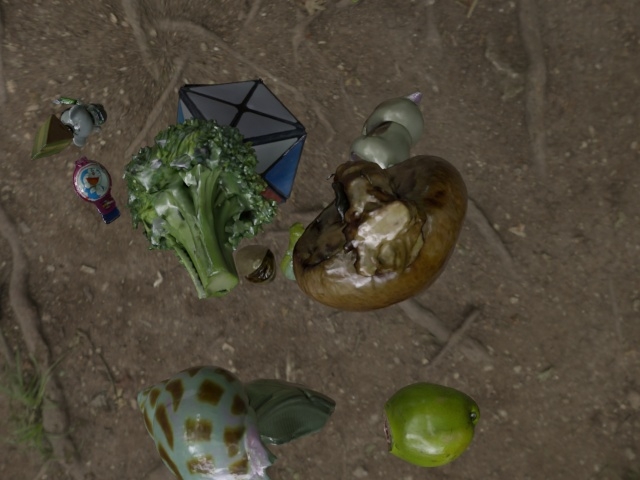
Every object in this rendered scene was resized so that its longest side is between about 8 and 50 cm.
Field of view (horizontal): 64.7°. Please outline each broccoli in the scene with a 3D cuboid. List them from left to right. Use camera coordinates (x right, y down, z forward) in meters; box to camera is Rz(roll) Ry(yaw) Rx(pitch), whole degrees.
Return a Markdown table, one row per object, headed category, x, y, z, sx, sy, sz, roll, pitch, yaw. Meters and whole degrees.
| category | x | y | z | sx | sy | sz | roll | pitch | yaw |
| --- | --- | --- | --- | --- | --- | --- | --- | --- | --- |
| broccoli | -0.200 | -0.068 | 0.952 | 0.249 | 0.302 | 0.375 | -34 | 165 | -40 |

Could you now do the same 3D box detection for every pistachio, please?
| category | x | y | z | sx | sy | sz | roll | pitch | yaw |
| --- | --- | --- | --- | --- | --- | --- | --- | --- | --- |
| pistachio | -0.203 | 0.075 | 1.639 | 0.129 | 0.206 | 0.131 | 35 | 79 | -25 |

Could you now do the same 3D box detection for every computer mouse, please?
| category | x | y | z | sx | sy | sz | roll | pitch | yaw |
| --- | --- | --- | --- | --- | --- | --- | --- | --- | --- |
| computer mouse | -0.127 | 0.447 | 1.376 | 0.429 | 0.228 | 0.146 | 9 | 79 | -54 |

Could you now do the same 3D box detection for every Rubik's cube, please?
| category | x | y | z | sx | sy | sz | roll | pitch | yaw |
| --- | --- | --- | --- | --- | --- | --- | --- | --- | --- |
| Rubik's cube | -0.266 | -0.284 | 1.560 | 0.307 | 0.310 | 0.305 | -17 | 145 | -31 |

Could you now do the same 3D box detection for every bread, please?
| category | x | y | z | sx | sy | sz | roll | pitch | yaw |
| --- | --- | --- | --- | --- | --- | --- | --- | --- | --- |
| bread | -0.731 | -0.273 | 1.330 | 0.074 | 0.139 | 0.084 | -38 | 103 | 17 |

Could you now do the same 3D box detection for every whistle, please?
| category | x | y | z | sx | sy | sz | roll | pitch | yaw |
| --- | --- | --- | --- | --- | --- | --- | --- | --- | --- |
| whistle | -0.046 | 0.029 | 1.185 | 0.104 | 0.057 | 0.198 | -30 | 154 | -18 |

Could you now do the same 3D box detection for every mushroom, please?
| category | x | y | z | sx | sy | sz | roll | pitch | yaw |
| --- | --- | --- | --- | --- | --- | --- | --- | --- | --- |
| mushroom | 0.082 | -0.010 | 0.697 | 0.263 | 0.283 | 0.195 | -27 | 83 | 14 |

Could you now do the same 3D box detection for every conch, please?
| category | x | y | z | sx | sy | sz | roll | pitch | yaw |
| --- | --- | --- | --- | --- | --- | --- | --- | --- | --- |
| conch | -0.251 | 0.386 | 1.050 | 0.197 | 0.368 | 0.250 | 9 | 85 | -33 |

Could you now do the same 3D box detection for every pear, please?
| category | x | y | z | sx | sy | sz | roll | pitch | yaw |
| --- | --- | --- | --- | --- | --- | --- | --- | --- | --- |
| pear | 0.257 | 0.416 | 1.158 | 0.219 | 0.187 | 0.188 | -4 | 112 | 0 |

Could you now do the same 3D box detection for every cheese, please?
| category | x | y | z | sx | sy | sz | roll | pitch | yaw |
| --- | --- | --- | --- | --- | --- | --- | --- | --- | --- |
| cheese | -0.780 | -0.175 | 1.771 | 0.062 | 0.155 | 0.244 | -2 | 121 | 32 |

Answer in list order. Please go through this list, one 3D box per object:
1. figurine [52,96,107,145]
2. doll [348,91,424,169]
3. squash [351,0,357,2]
| category | x | y | z | sx | sy | sz | roll | pitch | yaw |
| --- | --- | --- | --- | --- | --- | --- | --- | --- | --- |
| figurine | -0.777 | -0.390 | 1.643 | 0.126 | 0.192 | 0.147 | 9 | 125 | 10 |
| doll | 0.219 | -0.325 | 1.706 | 0.226 | 0.370 | 0.215 | 10 | 147 | 17 |
| squash | 0.024 | -0.866 | 1.681 | 0.250 | 0.083 | 0.083 | 3 | 109 | -31 |
